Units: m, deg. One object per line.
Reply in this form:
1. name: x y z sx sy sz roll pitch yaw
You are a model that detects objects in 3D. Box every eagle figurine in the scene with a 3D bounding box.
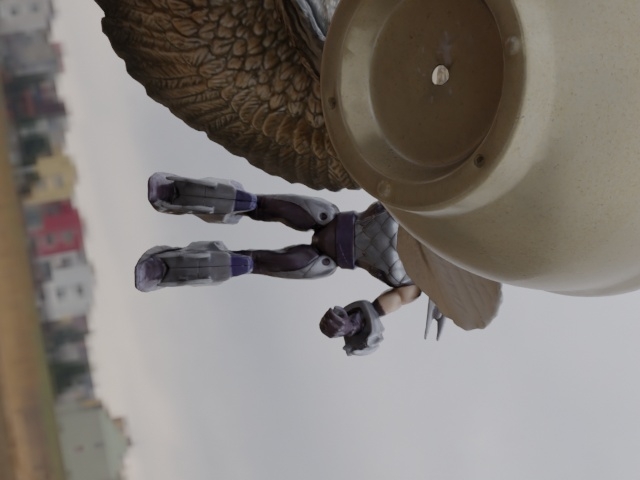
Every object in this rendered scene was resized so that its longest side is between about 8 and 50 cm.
1. eagle figurine: 0.020 -0.105 0.965 0.226 0.298 0.225 -55 -147 35

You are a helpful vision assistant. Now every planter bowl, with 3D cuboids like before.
1. planter bowl: 0.069 -0.058 0.637 0.162 0.109 0.162 0 -90 44

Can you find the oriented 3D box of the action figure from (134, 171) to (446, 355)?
1. action figure: 0.000 0.000 1.390 0.099 0.285 0.185 32 59 -77
